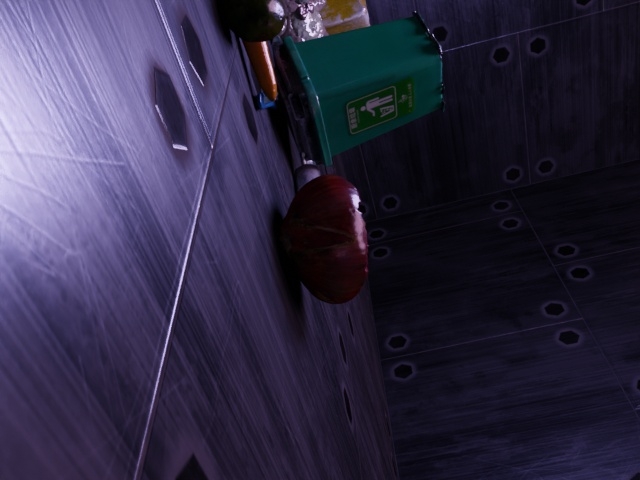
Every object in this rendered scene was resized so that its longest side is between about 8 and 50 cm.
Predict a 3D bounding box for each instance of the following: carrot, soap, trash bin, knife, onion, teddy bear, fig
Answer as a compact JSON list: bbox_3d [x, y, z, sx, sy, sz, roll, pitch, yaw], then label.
[{"bbox_3d":[-0.132,-0.404,1.255,0.066,0.062,0.271,160,-83,-72],"label":"carrot"},{"bbox_3d":[0.022,-0.714,2.188,0.335,0.294,0.156,48,32,-79],"label":"soap"},{"bbox_3d":[0.087,-0.387,1.593,0.259,0.381,0.295,76,-6,-56],"label":"trash bin"},{"bbox_3d":[-0.108,-0.301,1.399,0.296,0.026,0.044,-81,169,-75],"label":"knife"},{"bbox_3d":[0.010,-0.001,1.235,0.248,0.162,0.247,-2,90,-85],"label":"onion"},{"bbox_3d":[-0.070,-0.618,1.770,0.236,0.151,0.267,-40,132,-39],"label":"teddy bear"},{"bbox_3d":[-0.134,-0.437,1.155,0.177,0.117,0.117,61,5,7],"label":"fig"}]

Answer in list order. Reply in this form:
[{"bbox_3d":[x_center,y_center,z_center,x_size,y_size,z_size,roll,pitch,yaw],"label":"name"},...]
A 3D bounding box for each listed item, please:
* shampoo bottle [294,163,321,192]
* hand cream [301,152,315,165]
[{"bbox_3d":[-0.019,-0.082,1.553,0.072,0.072,0.214,67,11,-57],"label":"shampoo bottle"},{"bbox_3d":[-0.019,-0.204,1.860,0.075,0.052,0.247,-60,137,-80],"label":"hand cream"}]
